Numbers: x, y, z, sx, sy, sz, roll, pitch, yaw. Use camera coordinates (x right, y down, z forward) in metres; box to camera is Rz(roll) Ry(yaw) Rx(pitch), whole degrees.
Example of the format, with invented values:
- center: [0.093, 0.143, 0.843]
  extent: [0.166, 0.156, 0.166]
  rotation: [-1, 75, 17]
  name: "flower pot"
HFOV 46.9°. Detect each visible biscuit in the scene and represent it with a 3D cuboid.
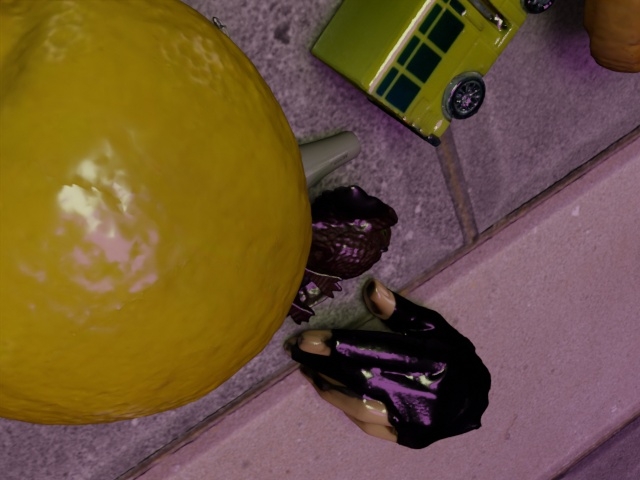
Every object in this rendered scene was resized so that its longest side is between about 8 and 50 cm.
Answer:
- center: [0.370, -0.318, 0.763]
  extent: [0.296, 0.102, 0.296]
  rotation: [-40, 144, -37]
  name: "biscuit"

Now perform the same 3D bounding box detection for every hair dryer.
- center: [-0.035, -0.128, 0.757]
  extent: [0.167, 0.067, 0.199]
  rotation: [-14, 110, -34]
  name: "hair dryer"

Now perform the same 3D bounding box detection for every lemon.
- center: [-0.170, -0.025, 0.550]
  extent: [0.348, 0.348, 0.348]
  rotation: [-15, 125, -23]
  name: "lemon"

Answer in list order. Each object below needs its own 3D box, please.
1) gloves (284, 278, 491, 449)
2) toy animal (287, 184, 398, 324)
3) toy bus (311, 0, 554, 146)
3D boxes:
- center: [0.096, 0.160, 0.951]
  extent: [0.301, 0.152, 0.197]
  rotation: [16, 82, -22]
  name: "gloves"
- center: [0.006, -0.002, 0.827]
  extent: [0.179, 0.116, 0.218]
  rotation: [-36, 165, -52]
  name: "toy animal"
- center: [0.123, -0.243, 0.712]
  extent: [0.150, 0.128, 0.262]
  rotation: [26, 104, -41]
  name: "toy bus"
